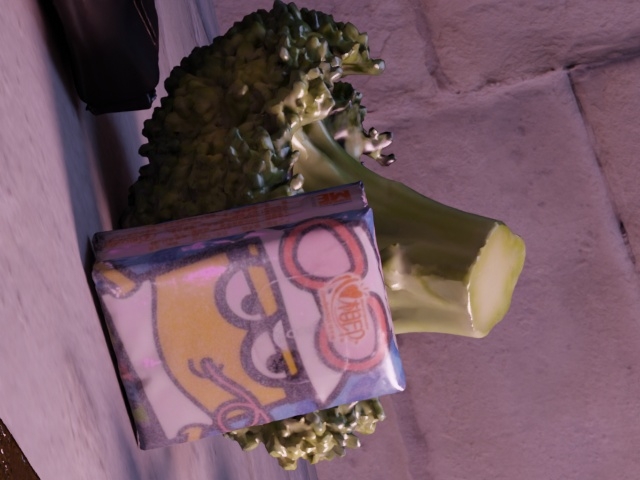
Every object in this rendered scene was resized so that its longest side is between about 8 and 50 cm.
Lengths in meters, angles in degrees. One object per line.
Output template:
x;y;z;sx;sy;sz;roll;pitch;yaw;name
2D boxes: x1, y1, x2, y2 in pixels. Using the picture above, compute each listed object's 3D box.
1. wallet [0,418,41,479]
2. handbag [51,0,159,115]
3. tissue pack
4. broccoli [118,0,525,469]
-0.086;0.120;0.417;0.198;0.031;0.110;77;-1;-54;wallet
-0.141;-0.225;0.842;0.247;0.080;0.223;75;2;-52;handbag
-0.039;0.040;0.797;0.065;0.155;0.115;-100;178;-68;tissue pack
-0.019;0.006;0.963;0.260;0.235;0.288;40;-24;47;broccoli
